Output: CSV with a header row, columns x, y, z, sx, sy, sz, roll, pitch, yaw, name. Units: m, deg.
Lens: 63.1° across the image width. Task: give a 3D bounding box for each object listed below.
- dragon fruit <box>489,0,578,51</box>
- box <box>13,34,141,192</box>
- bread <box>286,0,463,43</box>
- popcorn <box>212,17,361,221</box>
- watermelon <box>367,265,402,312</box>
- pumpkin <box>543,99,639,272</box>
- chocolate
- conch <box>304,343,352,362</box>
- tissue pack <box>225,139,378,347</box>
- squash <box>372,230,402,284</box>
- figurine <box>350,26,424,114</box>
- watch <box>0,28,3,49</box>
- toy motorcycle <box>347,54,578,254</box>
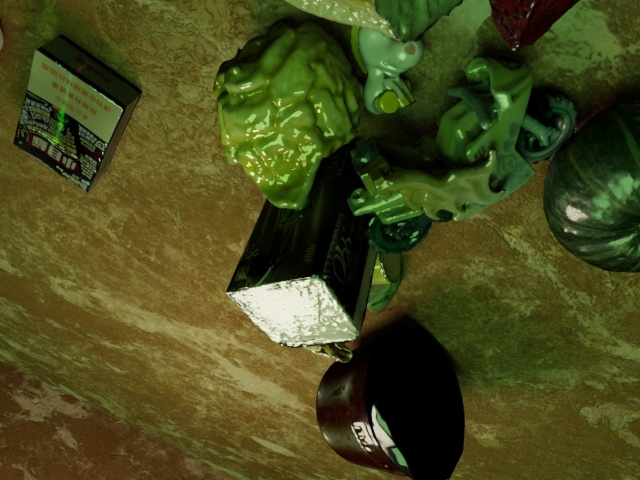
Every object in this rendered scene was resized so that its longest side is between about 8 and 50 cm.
x,y,z,sx,sy,sz,roll,pitch,yaw,name
0.307,-0.423,0.642,0.152,0.205,0.317,54,171,18,dragon fruit
-0.546,-0.270,1.159,0.198,0.084,0.310,35,134,-13,box
0.010,-0.452,0.644,0.264,0.239,0.395,25,151,50,bread
-0.066,-0.232,0.903,0.292,0.293,0.237,-25,126,37,popcorn
0.113,0.115,1.260,0.158,0.121,0.098,7,156,21,watermelon
0.512,-0.086,0.843,0.299,0.207,0.300,0,134,0,pumpkin
0.149,0.433,1.376,0.331,0.384,0.384,-23,121,39,chocolate
-0.001,0.192,1.334,0.291,0.158,0.210,24,125,41,conch
0.000,0.000,1.010,0.209,0.370,0.198,-15,130,31,tissue pack
0.050,0.042,1.196,0.246,0.133,0.133,-5,130,27,squash
0.105,-0.301,0.879,0.129,0.109,0.178,26,137,28,figurine
-0.790,-0.437,1.059,0.244,0.196,0.231,-10,149,30,watch
0.224,-0.141,0.873,0.410,0.169,0.237,-35,124,10,toy motorcycle
